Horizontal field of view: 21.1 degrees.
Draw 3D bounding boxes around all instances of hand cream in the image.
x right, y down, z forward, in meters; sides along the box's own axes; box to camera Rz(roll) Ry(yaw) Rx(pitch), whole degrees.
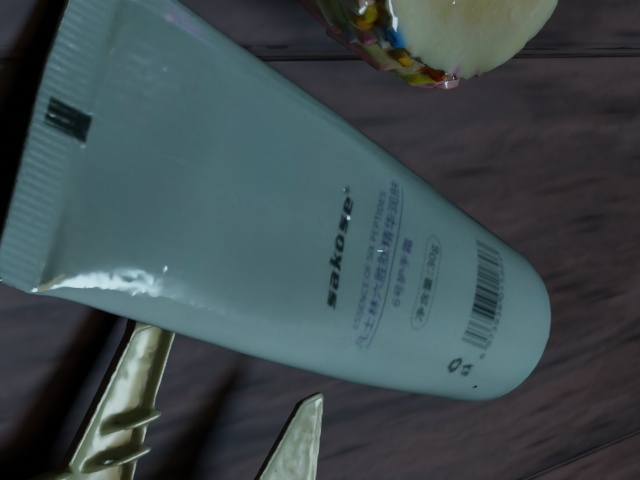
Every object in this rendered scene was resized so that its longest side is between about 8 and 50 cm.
[{"bbox_3d":[0.000,0.000,0.642,0.321,0.067,0.109,27,75,-56],"label":"hand cream"}]

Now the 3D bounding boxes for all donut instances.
[{"bbox_3d":[0.045,-0.139,0.606,0.175,0.068,0.174,-32,133,-42],"label":"donut"}]

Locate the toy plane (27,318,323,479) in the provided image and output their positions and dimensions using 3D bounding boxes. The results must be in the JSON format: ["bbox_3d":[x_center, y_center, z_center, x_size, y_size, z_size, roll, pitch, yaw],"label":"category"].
[{"bbox_3d":[-0.074,0.151,0.604,0.256,0.104,0.242,-30,120,-53],"label":"toy plane"}]
